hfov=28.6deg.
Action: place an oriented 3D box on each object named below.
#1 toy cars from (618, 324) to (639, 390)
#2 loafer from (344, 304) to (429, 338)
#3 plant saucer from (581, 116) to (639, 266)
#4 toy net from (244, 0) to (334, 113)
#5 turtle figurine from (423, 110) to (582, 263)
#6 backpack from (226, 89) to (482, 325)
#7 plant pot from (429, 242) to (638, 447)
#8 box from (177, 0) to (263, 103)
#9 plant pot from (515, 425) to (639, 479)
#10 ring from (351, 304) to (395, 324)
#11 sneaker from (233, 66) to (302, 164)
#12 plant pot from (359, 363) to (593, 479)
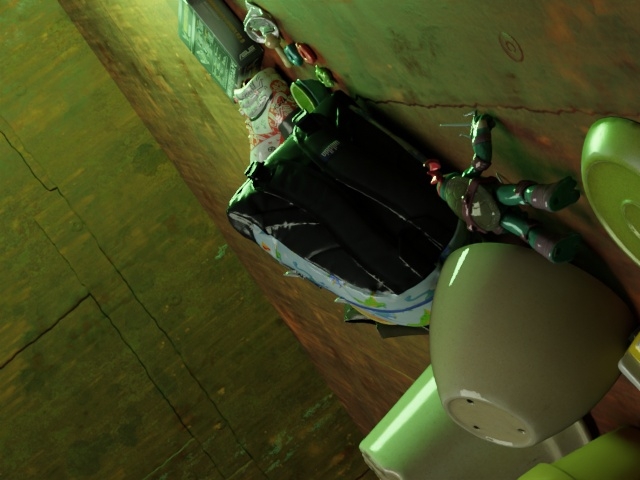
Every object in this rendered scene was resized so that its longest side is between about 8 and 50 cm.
[{"bbox_3d":[0.459,0.168,1.460,0.176,0.087,0.393,57,167,-22],"label":"toy cars"},{"bbox_3d":[0.143,0.160,2.451,0.220,0.078,0.080,16,166,22],"label":"loafer"},{"bbox_3d":[0.364,-0.026,1.371,0.241,0.037,0.241,48,167,14],"label":"plant saucer"},{"bbox_3d":[-0.064,-0.312,2.088,0.232,0.045,0.122,49,168,13],"label":"toy net"},{"bbox_3d":[0.227,-0.059,1.615,0.234,0.118,0.175,30,156,46],"label":"turtle figurine"},{"bbox_3d":[0.084,-0.024,1.916,0.355,0.290,0.273,28,163,46],"label":"backpack"},{"bbox_3d":[0.259,0.163,1.683,0.284,0.191,0.284,22,153,12],"label":"plant pot"},{"bbox_3d":[-0.190,-0.370,2.352,0.183,0.056,0.231,51,168,5],"label":"box"},{"bbox_3d":[0.458,0.423,1.921,0.291,0.203,0.291,48,167,16],"label":"plant pot"},{"bbox_3d":[0.084,-0.013,2.190,0.336,0.032,0.337,33,136,39],"label":"ring"},{"bbox_3d":[-0.103,-0.217,2.332,0.145,0.090,0.270,51,154,7],"label":"sneaker"},{"bbox_3d":[0.247,0.342,2.172,0.334,0.305,0.334,49,170,11],"label":"plant pot"}]
